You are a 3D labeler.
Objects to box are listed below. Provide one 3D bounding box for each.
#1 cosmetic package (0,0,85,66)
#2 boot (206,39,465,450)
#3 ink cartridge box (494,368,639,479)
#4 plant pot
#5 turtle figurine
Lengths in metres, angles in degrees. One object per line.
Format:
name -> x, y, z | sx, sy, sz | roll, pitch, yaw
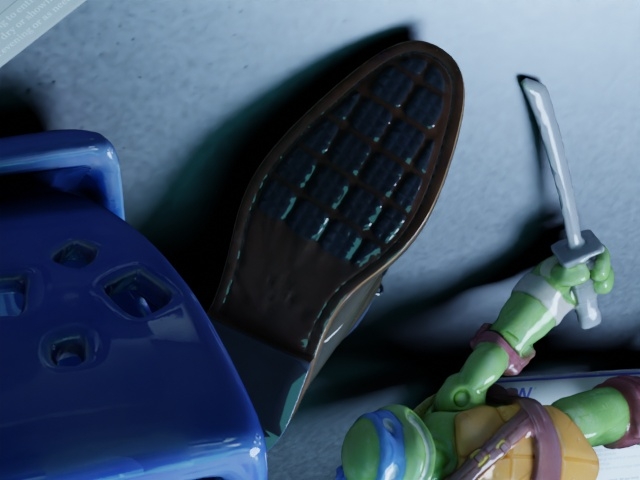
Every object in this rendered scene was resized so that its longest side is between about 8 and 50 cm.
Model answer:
cosmetic package -> -0.175, -0.145, 0.437 | 0.127, 0.107, 0.238 | -33, 137, 11
boot -> 0.000, 0.000, 0.720 | 0.219, 0.082, 0.106 | -58, 178, 7
ink cartridge box -> 0.143, 0.160, 0.960 | 0.206, 0.045, 0.208 | 0, 121, -28
plant pot -> -0.163, 0.094, 0.617 | 0.236, 0.212, 0.236 | -12, 139, -15
turtle figurine -> 0.164, 0.105, 0.782 | 0.266, 0.198, 0.274 | 15, 117, -39
